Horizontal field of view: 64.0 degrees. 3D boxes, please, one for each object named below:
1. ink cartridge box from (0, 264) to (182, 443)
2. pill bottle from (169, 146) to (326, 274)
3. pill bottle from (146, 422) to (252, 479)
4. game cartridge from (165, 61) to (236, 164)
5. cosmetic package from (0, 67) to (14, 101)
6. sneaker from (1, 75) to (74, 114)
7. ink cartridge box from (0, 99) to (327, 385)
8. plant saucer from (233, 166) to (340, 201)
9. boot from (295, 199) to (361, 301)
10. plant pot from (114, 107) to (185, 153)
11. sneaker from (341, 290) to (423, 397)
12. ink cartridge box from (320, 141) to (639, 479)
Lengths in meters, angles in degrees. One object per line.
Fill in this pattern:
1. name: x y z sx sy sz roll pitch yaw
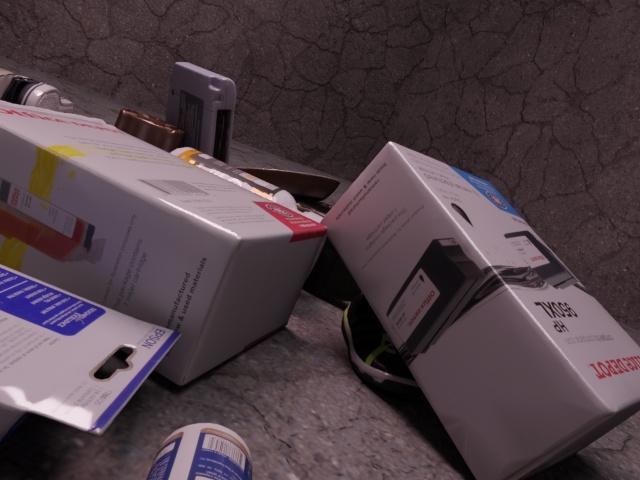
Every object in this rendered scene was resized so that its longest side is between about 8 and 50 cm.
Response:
1. ink cartridge box: -0.288 0.063 0.377 0.333 0.065 0.165 21 11 -1
2. pill bottle: -0.138 -0.033 0.848 0.279 0.162 0.162 25 12 11
3. pill bottle: -0.076 0.167 0.295 0.067 0.067 0.120 21 12 -8
4. game cartridge: -0.257 -0.202 1.054 0.062 0.296 0.198 -8 30 -37
5. cosmetic package: -0.872 -0.375 1.122 0.310 0.113 0.160 19 12 -23
6. sneaker: -0.679 -0.314 1.194 0.128 0.126 0.321 24 0 -18
7. ink cartridge box: -0.224 -0.020 0.629 0.385 0.160 0.279 26 12 15
8. plant saucer: -0.111 -0.124 1.173 0.311 0.050 0.310 5 0 0
9. boot: 0.000 0.000 1.046 0.378 0.138 0.284 21 10 26
10. plant pot: -0.354 -0.161 1.007 0.167 0.165 0.167 22 12 -5
11. sneaker: 0.085 0.124 0.719 0.084 0.097 0.234 18 12 -20
12. ink cartridge box: 0.222 0.081 0.679 0.286 0.166 0.394 9 41 -45
